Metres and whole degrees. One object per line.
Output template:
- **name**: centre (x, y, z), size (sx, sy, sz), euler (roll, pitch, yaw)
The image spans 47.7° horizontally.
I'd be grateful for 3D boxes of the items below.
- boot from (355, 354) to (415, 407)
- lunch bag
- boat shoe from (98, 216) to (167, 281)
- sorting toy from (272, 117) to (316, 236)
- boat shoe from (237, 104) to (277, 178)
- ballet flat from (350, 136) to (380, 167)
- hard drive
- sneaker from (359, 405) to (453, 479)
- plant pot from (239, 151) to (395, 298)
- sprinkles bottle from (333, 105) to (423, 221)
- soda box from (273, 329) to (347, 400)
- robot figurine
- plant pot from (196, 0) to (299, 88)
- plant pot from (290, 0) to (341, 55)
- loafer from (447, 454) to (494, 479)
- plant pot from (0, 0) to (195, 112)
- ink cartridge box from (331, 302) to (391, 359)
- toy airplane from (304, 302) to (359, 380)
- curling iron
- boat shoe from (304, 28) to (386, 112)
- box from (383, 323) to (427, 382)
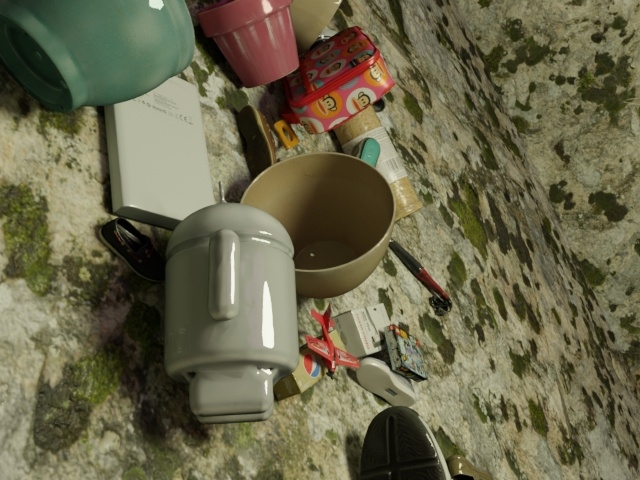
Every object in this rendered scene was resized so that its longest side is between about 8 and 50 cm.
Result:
- **boot**: centre (0.131, 0.273, 1.508), size (0.190, 0.069, 0.086), euler (46, 28, -38)
- **lunch bag**: centre (0.019, -0.350, 1.619), size (0.120, 0.258, 0.293), euler (54, 10, -28)
- **boat shoe**: centre (-0.280, 0.016, 1.121), size (0.133, 0.042, 0.049), euler (46, 33, -28)
- **sorting toy**: centre (-0.020, -0.099, 1.572), size (0.196, 0.047, 0.348), euler (-18, 83, -62)
- **boat shoe**: centre (-0.116, -0.194, 1.483), size (0.060, 0.064, 0.178), euler (9, 58, -50)
- **ballet flat**: centre (0.086, -0.140, 1.665), size (0.072, 0.068, 0.213), euler (29, 63, -20)
- **hard drive**: centre (-0.278, -0.166, 1.254), size (0.203, 0.040, 0.308), euler (17, 54, -49)
- **sneaker**: centre (0.215, 0.522, 1.385), size (0.257, 0.169, 0.448), euler (-2, 77, -65)
- **plant pot**: centre (0.000, 0.000, 1.363), size (0.191, 0.284, 0.284), euler (82, 9, -51)
- **sprinkles bottle**: centre (0.123, -0.214, 1.785), size (0.121, 0.121, 0.356), euler (-26, 89, -58)
- **soda box**: centre (-0.022, 0.224, 1.321), size (0.181, 0.058, 0.061), euler (-23, 87, -57)
- **robot figurine**: centre (-0.136, 0.093, 1.102), size (0.199, 0.300, 0.354), euler (-1, 66, -7)
- **plant pot**: centre (-0.135, -0.430, 1.526), size (0.180, 0.201, 0.201), euler (68, 29, -21)
- **plant pot**: centre (-0.101, -0.614, 1.674), size (0.274, 0.256, 0.257), euler (29, 43, -19)
- **loafer**: centre (0.334, 0.533, 1.613), size (0.148, 0.056, 0.050), euler (38, 40, -19)
- **plant pot**: centre (-0.359, -0.312, 1.058), size (0.293, 0.293, 0.196), euler (51, 61, -19)
- **ink cartridge box**: centre (0.093, 0.191, 1.510), size (0.135, 0.056, 0.099), euler (-4, 72, -56)
- **toy airplane**: centre (0.013, 0.183, 1.317), size (0.151, 0.028, 0.151), euler (36, 40, -37)
- **curling iron**: centre (0.253, 0.089, 1.830), size (0.274, 0.035, 0.068), euler (51, 34, -19)
- **boat shoe**: centre (0.068, -0.425, 1.869), size (0.306, 0.113, 0.105), euler (37, 25, -49)
- **box**: centre (0.179, 0.238, 1.519), size (0.137, 0.027, 0.094), euler (35, 37, -54)
